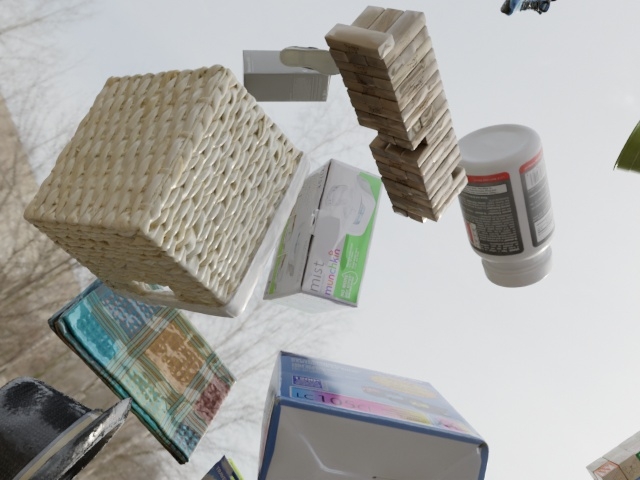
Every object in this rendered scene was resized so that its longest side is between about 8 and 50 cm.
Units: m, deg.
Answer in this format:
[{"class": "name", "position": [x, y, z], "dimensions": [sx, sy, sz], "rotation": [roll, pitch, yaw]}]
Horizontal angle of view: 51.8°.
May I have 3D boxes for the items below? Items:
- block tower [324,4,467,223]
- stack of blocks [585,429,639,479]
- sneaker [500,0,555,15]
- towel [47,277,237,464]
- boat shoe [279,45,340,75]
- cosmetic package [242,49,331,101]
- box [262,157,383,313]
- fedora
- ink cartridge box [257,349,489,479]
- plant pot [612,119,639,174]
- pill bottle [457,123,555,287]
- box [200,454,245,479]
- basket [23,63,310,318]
[{"class": "block tower", "position": [0.118, -0.164, 0.910], "dimensions": [0.091, 0.097, 0.335], "rotation": [24, -23, 37]}, {"class": "stack of blocks", "position": [0.749, 0.485, 1.405], "dimensions": [0.171, 0.297, 0.087], "rotation": [58, -3, 5]}, {"class": "sneaker", "position": [0.429, -0.487, 1.323], "dimensions": [0.073, 0.162, 0.063], "rotation": [50, -27, 11]}, {"class": "towel", "position": [-0.326, 0.219, 1.298], "dimensions": [0.040, 0.271, 0.370], "rotation": [-31, -75, 28]}, {"class": "boat shoe", "position": [-0.013, -0.333, 1.215], "dimensions": [0.038, 0.125, 0.046], "rotation": [-86, -179, -63]}, {"class": "cosmetic package", "position": [-0.099, -0.457, 1.830], "dimensions": [0.107, 0.238, 0.127], "rotation": [101, -17, -46]}, {"class": "box", "position": [0.000, 0.000, 1.304], "dimensions": [0.127, 0.262, 0.231], "rotation": [19, -16, -19]}, {"class": "fedora", "position": [-0.416, 0.291, 0.910], "dimensions": [0.152, 0.334, 0.334], "rotation": [42, -26, 2]}, {"class": "ink cartridge box", "position": [0.049, 0.276, 0.964], "dimensions": [0.270, 0.151, 0.395], "rotation": [13, -2, -3]}, {"class": "plant pot", "position": [0.441, -0.111, 0.863], "dimensions": [0.079, 0.083, 0.083], "rotation": [32, -32, 23]}, {"class": "pill bottle", "position": [0.444, -0.076, 1.580], "dimensions": [0.210, 0.210, 0.363], "rotation": [22, -40, 49]}, {"class": "box", "position": [-0.174, 0.455, 1.111], "dimensions": [0.109, 0.178, 0.042], "rotation": [49, 21, 26]}, {"class": "basket", "position": [-0.254, -0.081, 1.109], "dimensions": [0.328, 0.331, 0.266], "rotation": [5, -28, 36]}]
